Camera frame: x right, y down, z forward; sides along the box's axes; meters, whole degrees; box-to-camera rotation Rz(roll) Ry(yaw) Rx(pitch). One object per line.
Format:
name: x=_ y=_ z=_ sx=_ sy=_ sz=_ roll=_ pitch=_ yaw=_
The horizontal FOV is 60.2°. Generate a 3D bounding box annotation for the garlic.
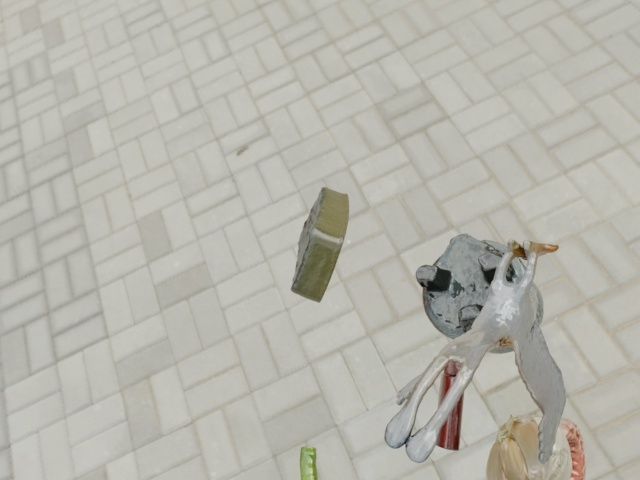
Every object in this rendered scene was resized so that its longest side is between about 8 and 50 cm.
garlic: x=0.447 y=0.475 z=1.153 sx=0.143 sy=0.229 sz=0.178 roll=18 pitch=43 yaw=-14

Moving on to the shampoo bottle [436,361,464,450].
shampoo bottle: x=0.383 y=0.473 z=1.625 sx=0.064 sy=0.102 sz=0.260 roll=9 pitch=80 yaw=-10

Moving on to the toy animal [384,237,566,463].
toy animal: x=0.202 y=0.121 z=0.704 sx=0.225 sy=0.284 sz=0.302 roll=20 pitch=84 yaw=33

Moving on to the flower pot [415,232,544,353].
flower pot: x=0.409 y=0.130 z=1.438 sx=0.299 sy=0.283 sz=0.299 roll=-20 pitch=56 yaw=32

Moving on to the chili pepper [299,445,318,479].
chili pepper: x=-0.028 y=0.575 z=1.254 sx=0.050 sy=0.052 sz=0.201 roll=-9 pitch=69 yaw=28

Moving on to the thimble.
thimble: x=0.539 y=0.554 z=1.356 sx=0.162 sy=0.239 sz=0.239 roll=-5 pitch=60 yaw=43

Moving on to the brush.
brush: x=0.000 y=0.000 z=0.903 sx=0.059 sy=0.123 sz=0.197 roll=20 pitch=27 yaw=-7
